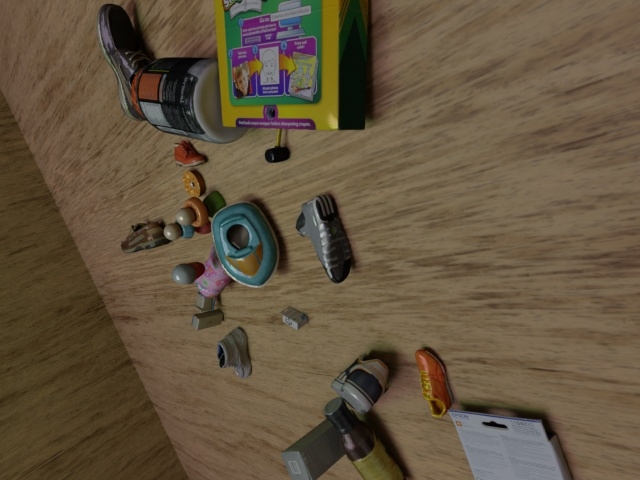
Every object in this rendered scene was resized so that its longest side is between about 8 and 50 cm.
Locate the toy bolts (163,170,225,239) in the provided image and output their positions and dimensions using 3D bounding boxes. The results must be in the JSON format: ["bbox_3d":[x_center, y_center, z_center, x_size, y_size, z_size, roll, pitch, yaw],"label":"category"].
[{"bbox_3d":[-0.467,-0.104,1.392,0.218,0.158,0.229,50,137,12],"label":"toy bolts"}]

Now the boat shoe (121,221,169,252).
[{"bbox_3d":[-0.783,-0.020,1.789,0.323,0.122,0.120,-9,100,38],"label":"boat shoe"}]

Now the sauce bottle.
[{"bbox_3d":[0.131,0.624,1.207,0.111,0.111,0.345,-22,104,48],"label":"sauce bottle"}]

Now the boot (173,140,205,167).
[{"bbox_3d":[-0.443,-0.288,1.348,0.157,0.059,0.085,15,116,40],"label":"boot"}]

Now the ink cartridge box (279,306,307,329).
[{"bbox_3d":[-0.087,0.248,1.295,0.083,0.048,0.028,22,125,36],"label":"ink cartridge box"}]

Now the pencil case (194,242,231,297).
[{"bbox_3d":[-0.358,0.095,1.422,0.124,0.124,0.284,53,137,9],"label":"pencil case"}]

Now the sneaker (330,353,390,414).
[{"bbox_3d":[0.119,0.405,1.139,0.126,0.127,0.321,41,160,8],"label":"sneaker"}]

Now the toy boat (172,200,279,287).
[{"bbox_3d":[-0.282,0.045,1.209,0.318,0.148,0.268,-26,92,7],"label":"toy boat"}]

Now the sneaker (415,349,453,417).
[{"bbox_3d":[0.274,0.350,0.987,0.064,0.067,0.175,-20,95,49],"label":"sneaker"}]

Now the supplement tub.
[{"bbox_3d":[-0.355,-0.385,1.097,0.337,0.207,0.207,21,125,36],"label":"supplement tub"}]

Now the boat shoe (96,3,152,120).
[{"bbox_3d":[-0.601,-0.568,1.316,0.130,0.132,0.356,16,131,27],"label":"boat shoe"}]

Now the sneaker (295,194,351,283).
[{"bbox_3d":[0.000,0.000,1.063,0.132,0.086,0.229,-8,96,51],"label":"sneaker"}]

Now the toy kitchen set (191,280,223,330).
[{"bbox_3d":[-0.485,0.228,1.649,0.166,0.122,0.207,23,106,35],"label":"toy kitchen set"}]

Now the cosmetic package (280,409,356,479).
[{"bbox_3d":[0.010,0.643,1.269,0.127,0.237,0.107,-42,70,50],"label":"cosmetic package"}]

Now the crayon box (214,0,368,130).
[{"bbox_3d":[-0.073,-0.402,0.865,0.362,0.106,0.314,14,112,38],"label":"crayon box"}]

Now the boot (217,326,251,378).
[{"bbox_3d":[-0.357,0.478,1.625,0.095,0.123,0.259,20,124,36],"label":"boot"}]

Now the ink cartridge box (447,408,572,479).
[{"bbox_3d":[0.431,0.480,0.920,0.223,0.045,0.224,-15,99,47],"label":"ink cartridge box"}]

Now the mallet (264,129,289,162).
[{"bbox_3d":[-0.097,-0.291,1.031,0.039,0.062,0.190,27,113,32],"label":"mallet"}]
